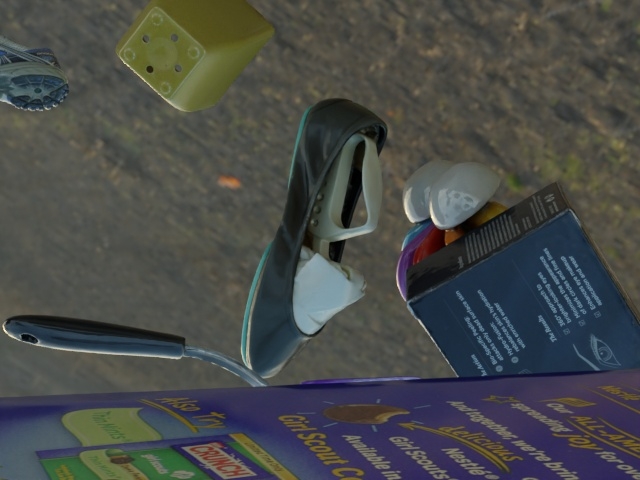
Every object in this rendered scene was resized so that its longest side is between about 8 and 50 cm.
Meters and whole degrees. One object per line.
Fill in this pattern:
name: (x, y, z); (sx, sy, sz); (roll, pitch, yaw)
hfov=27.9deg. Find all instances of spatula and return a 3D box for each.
spatula: (-0.077, 0.090, 0.918); (0.296, 0.030, 0.084); (15, 150, -10)

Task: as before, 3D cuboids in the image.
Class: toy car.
toy car: (0.137, 0.015, 1.239); (0.159, 0.136, 0.182); (47, 173, -13)

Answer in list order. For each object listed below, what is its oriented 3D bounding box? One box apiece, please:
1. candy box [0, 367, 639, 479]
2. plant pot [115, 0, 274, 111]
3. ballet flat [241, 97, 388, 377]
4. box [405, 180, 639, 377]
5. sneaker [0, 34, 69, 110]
candy box: (0.036, 0.121, 0.329); (0.317, 0.122, 0.268); (-1, -172, -15)
plant pot: (-0.097, -0.140, 0.912); (0.081, 0.081, 0.083); (43, -154, -1)
ballet flat: (0.000, 0.000, 1.221); (0.096, 0.280, 0.095); (11, 177, 34)
box: (0.178, 0.061, 1.098); (0.156, 0.158, 0.093); (56, -168, -14)
sneaker: (-0.273, -0.139, 1.038); (0.135, 0.058, 0.052); (5, 137, -24)
